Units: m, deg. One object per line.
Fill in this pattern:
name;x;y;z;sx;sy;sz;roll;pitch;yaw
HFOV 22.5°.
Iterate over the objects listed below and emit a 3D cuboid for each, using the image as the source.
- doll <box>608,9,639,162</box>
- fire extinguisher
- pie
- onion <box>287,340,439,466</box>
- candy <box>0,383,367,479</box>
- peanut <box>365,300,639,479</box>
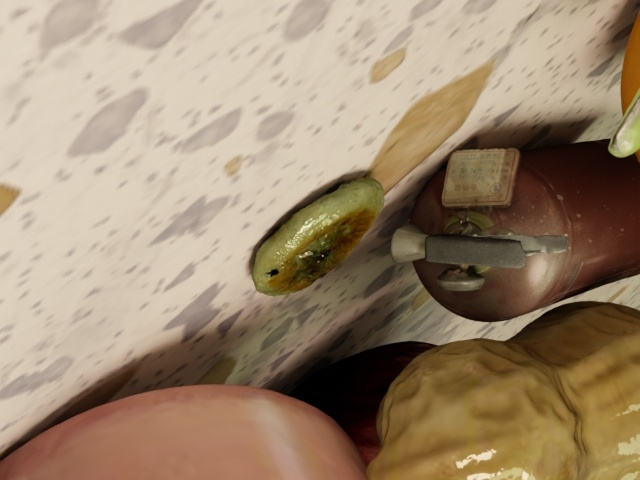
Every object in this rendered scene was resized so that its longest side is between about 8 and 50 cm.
doll;0.252;-0.095;0.828;0.213;0.213;0.236;-44;150;13
fire extinguisher;0.127;-0.008;0.927;0.105;0.105;0.269;-48;162;25
pie;-0.001;0.001;0.801;0.084;0.021;0.084;-37;163;-13
onion;0.004;0.186;1.051;0.273;0.285;0.273;16;90;-89
candy;-0.084;0.184;0.824;0.255;0.094;0.255;-14;135;-14
peanut;0.125;0.099;0.880;0.136;0.120;0.298;-33;167;33
